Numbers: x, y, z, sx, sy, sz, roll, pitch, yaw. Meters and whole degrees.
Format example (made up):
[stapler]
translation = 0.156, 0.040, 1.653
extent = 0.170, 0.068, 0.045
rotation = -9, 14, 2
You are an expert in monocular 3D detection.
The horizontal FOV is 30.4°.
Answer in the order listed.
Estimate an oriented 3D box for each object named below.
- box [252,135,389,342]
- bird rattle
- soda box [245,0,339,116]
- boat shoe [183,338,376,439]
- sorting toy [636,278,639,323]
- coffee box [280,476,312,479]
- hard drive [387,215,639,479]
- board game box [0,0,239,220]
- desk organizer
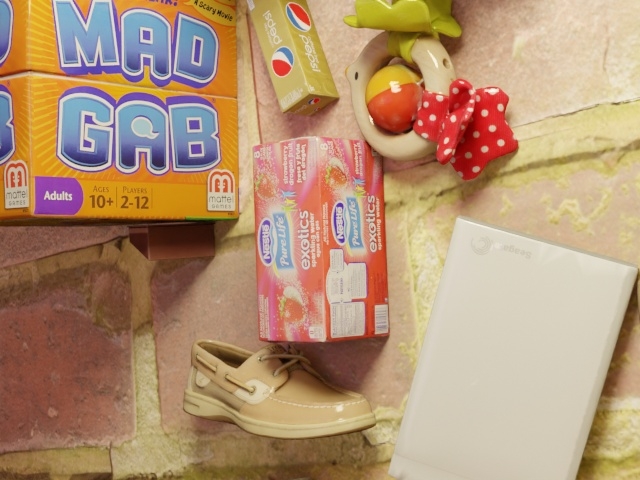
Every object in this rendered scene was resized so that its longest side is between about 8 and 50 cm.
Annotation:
[box]
translation = 0.000, 0.000, 1.504
extent = 0.122, 0.128, 0.257
rotation = -3, 88, 42
[bird rattle]
translation = 0.122, -0.181, 1.429
extent = 0.207, 0.143, 0.253
rotation = -33, 81, 50
[soda box]
translation = -0.039, -0.260, 1.582
extent = 0.058, 0.061, 0.181
rotation = -30, 70, 38
[boat shoe]
translation = -0.067, 0.194, 1.570
extent = 0.341, 0.121, 0.110
rotation = 3, 93, 44
[sorting toy]
translation = 0.420, 0.084, 1.179
extent = 0.229, 0.041, 0.307
rotation = -10, 84, 42
[coffee box]
translation = -0.204, 0.519, 1.553
extent = 0.337, 0.334, 0.338
rotation = -23, 73, 41
[hard drive]
translation = 0.211, 0.147, 1.309
extent = 0.203, 0.040, 0.307
rotation = 16, 100, 13
[board game box]
translation = -0.367, -0.201, 1.682
extent = 0.356, 0.356, 0.356
rotation = -2, 89, 42
[desk organizer]
translation = -0.213, 0.001, 1.697
extent = 0.047, 0.130, 0.050
rotation = -2, 91, 42
